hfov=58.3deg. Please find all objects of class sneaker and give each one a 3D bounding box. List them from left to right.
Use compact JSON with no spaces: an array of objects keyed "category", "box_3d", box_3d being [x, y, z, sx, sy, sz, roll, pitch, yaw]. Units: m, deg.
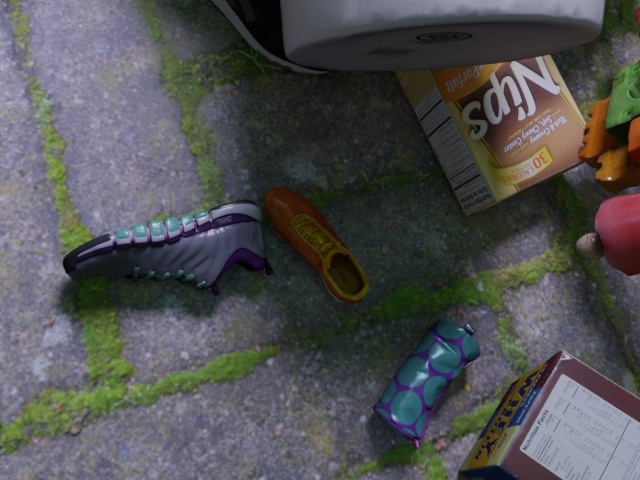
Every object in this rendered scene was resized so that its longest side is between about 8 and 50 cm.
[{"category":"sneaker","box_3d":[-0.163,0.025,0.641,0.223,0.083,0.098,-16,88,-17]},{"category":"sneaker","box_3d":[-0.073,-0.320,0.710,0.283,0.124,0.107,36,74,-4]},{"category":"sneaker","box_3d":[0.000,0.000,0.692,0.064,0.067,0.175,-43,89,-16]}]

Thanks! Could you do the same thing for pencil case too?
[{"category":"pencil case","box_3d":[0.130,0.166,0.689,0.070,0.064,0.152,34,72,21]}]

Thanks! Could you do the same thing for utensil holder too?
[{"category":"utensil holder","box_3d":[0.108,-0.375,0.536,0.327,0.327,0.386,-5,99,-15]}]

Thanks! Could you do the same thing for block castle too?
[{"category":"block castle","box_3d":[0.485,-0.096,0.693,0.303,0.213,0.453,38,58,-19]}]

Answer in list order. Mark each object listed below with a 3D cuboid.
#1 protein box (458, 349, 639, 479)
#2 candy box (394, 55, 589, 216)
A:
[{"category":"protein box","box_3d":[0.284,0.249,0.612,0.201,0.200,0.136,34,72,16]},{"category":"candy box","box_3d":[0.217,-0.214,0.778,0.183,0.087,0.316,-24,84,-17]}]
